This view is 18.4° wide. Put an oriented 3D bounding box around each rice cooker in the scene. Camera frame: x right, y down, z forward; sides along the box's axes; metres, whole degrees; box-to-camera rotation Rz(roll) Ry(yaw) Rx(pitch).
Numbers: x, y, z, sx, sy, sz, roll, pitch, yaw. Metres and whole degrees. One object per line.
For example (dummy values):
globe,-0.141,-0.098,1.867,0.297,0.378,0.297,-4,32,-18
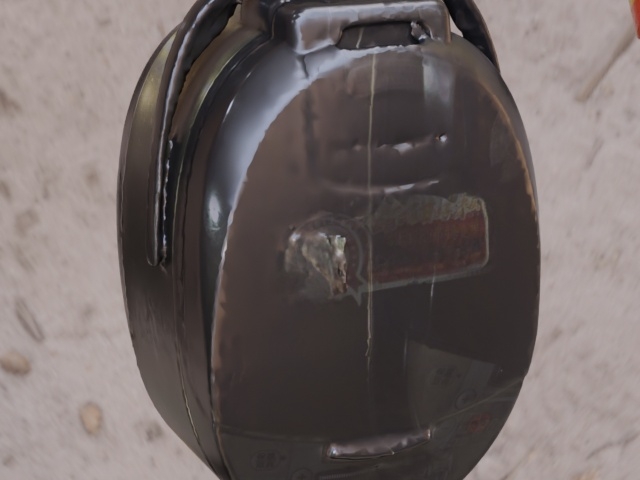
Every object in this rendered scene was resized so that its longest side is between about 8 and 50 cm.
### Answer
rice cooker,0.000,0.000,0.575,0.112,0.106,0.165,-6,100,-22

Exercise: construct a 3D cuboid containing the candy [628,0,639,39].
candy,0.134,-0.122,0.697,0.038,0.062,0.122,21,39,-21
